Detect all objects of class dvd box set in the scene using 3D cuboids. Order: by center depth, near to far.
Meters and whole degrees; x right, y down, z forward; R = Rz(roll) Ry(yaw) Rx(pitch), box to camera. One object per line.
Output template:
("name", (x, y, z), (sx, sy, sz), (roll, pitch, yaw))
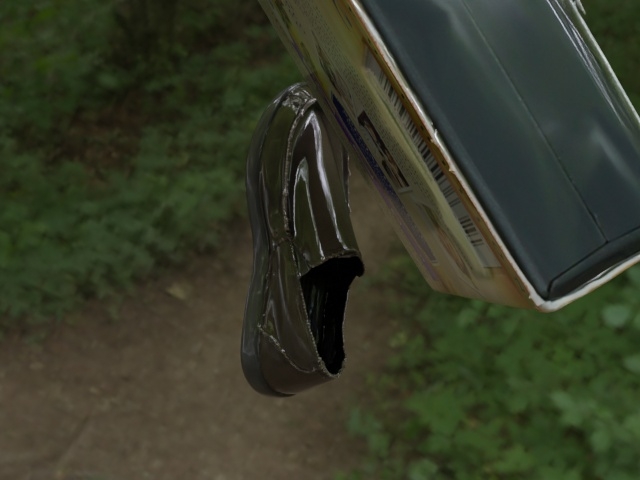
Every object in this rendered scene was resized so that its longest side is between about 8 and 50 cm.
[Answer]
("dvd box set", (0.017, -0.115, 0.595), (0.307, 0.062, 0.420), (59, 0, 2))

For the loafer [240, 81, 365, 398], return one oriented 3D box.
("loafer", (0.000, 0.000, 0.867), (0.078, 0.220, 0.080), (0, -4, 40))
